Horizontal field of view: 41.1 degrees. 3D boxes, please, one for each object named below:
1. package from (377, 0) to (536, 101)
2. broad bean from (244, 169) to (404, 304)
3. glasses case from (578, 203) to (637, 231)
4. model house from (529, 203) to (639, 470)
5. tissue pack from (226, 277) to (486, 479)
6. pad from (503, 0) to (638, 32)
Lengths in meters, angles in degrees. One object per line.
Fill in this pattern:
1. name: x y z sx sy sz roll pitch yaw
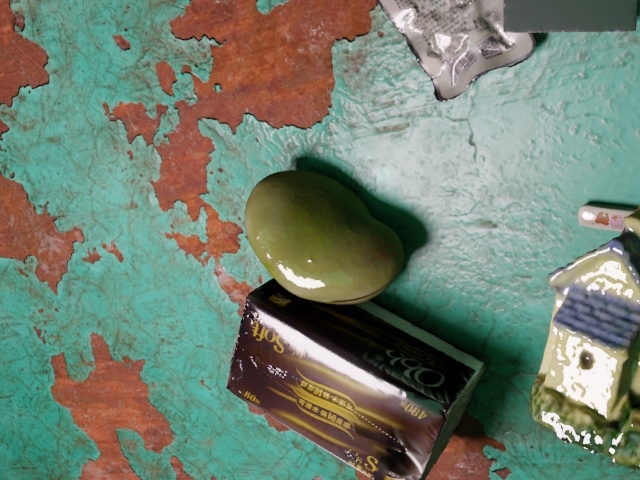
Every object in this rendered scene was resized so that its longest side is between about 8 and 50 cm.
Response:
1. package: 0.176 -0.314 1.159 0.166 0.040 0.232 -33 87 29
2. broad bean: 0.000 0.000 1.328 0.263 0.189 0.121 36 165 12
3. glasses case: 0.395 -0.031 1.166 0.083 0.021 0.032 9 114 26
4. model house: 0.428 0.095 1.005 0.261 0.321 0.266 22 114 44
5. tissue pack: 0.048 0.207 1.365 0.370 0.198 0.210 27 125 19
6. pad: 0.310 -0.381 1.050 0.170 0.006 0.246 5 109 24
